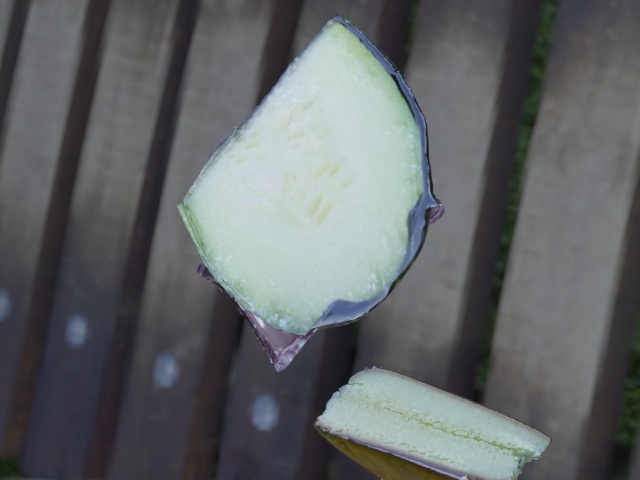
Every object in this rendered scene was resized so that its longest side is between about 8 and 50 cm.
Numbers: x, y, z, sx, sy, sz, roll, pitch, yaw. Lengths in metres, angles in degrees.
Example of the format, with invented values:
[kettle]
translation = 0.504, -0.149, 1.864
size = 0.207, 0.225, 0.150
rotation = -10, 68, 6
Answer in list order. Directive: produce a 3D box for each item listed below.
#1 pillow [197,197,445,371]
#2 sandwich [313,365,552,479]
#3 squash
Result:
[pillow]
translation = 0.000, 0.000, 1.434
size = 0.185, 0.118, 0.043
rotation = -43, 26, -2
[sandwich]
translation = 0.111, 0.185, 1.667
size = 0.244, 0.088, 0.090
rotation = 15, 63, 45
[squash]
translation = 0.020, -0.022, 1.242
size = 0.192, 0.085, 0.184
rotation = -49, 54, 18
